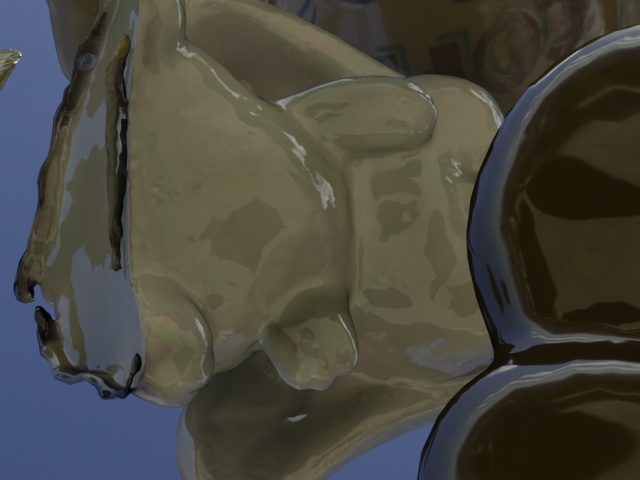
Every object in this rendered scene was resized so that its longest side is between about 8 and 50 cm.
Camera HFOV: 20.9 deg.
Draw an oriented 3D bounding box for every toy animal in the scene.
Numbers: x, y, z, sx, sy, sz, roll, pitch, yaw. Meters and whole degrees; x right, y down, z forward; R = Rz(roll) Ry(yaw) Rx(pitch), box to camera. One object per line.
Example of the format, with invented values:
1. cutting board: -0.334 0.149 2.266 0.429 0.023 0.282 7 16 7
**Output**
1. toy animal: -0.012 0.011 0.840 0.289 0.174 0.249 27 -117 -18

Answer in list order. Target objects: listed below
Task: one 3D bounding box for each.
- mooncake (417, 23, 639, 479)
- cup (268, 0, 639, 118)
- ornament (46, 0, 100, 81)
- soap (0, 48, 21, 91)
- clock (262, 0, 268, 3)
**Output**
1. mooncake: 0.207 0.044 0.388 0.378 0.200 0.378 -17 -141 14
2. cup: 0.111 -0.175 0.997 0.301 0.257 0.227 2 -128 6
3. ornament: -0.169 -0.207 1.287 0.245 0.230 0.061 -11 -136 -3
4. soap: -0.221 -0.047 0.943 0.089 0.033 0.168 -7 -131 29
5. clock: -0.127 -0.205 1.637 0.063 0.150 0.197 30 -149 31
